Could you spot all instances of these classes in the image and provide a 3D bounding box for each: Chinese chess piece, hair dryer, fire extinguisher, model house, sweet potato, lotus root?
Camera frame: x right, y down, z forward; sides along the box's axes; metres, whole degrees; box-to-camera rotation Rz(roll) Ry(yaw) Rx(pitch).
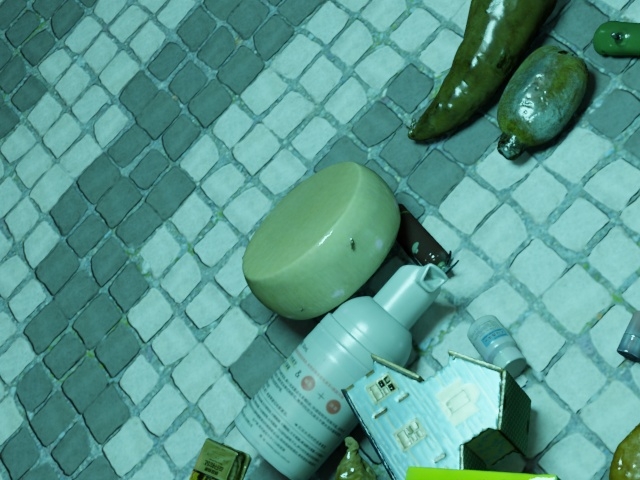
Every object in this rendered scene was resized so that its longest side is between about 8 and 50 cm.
[{"bbox_3d":[0.000,0.000,1.970,0.273,0.102,0.273,-37,23,19],"label":"Chinese chess piece"},{"bbox_3d":[0.461,0.142,1.715,0.114,0.037,0.063,22,77,30],"label":"hair dryer"},{"bbox_3d":[0.154,0.006,1.971,0.158,0.043,0.064,51,126,39],"label":"fire extinguisher"},{"bbox_3d":[0.186,0.253,1.732,0.206,0.178,0.271,-37,53,7],"label":"model house"},{"bbox_3d":[0.277,-0.330,2.026,0.130,0.130,0.423,29,92,39],"label":"sweet potato"},{"bbox_3d":[0.329,-0.207,1.946,0.113,0.088,0.192,31,85,33],"label":"lotus root"}]

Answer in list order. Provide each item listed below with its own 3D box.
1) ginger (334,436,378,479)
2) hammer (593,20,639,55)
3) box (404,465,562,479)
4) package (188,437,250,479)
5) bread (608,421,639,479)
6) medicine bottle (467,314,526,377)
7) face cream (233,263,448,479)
[{"bbox_3d":[0.038,0.415,1.782,0.218,0.123,0.270,-15,49,22],"label":"ginger"},{"bbox_3d":[0.539,-0.295,1.855,0.335,0.119,0.207,11,70,42],"label":"hammer"},{"bbox_3d":[0.251,0.346,1.540,0.187,0.335,0.047,-2,62,31],"label":"box"},{"bbox_3d":[-0.166,0.375,1.974,0.071,0.047,0.131,13,75,34],"label":"package"},{"bbox_3d":[0.490,0.296,1.544,0.268,0.145,0.269,-12,64,26],"label":"bread"},{"bbox_3d":[0.251,0.152,1.825,0.052,0.052,0.089,-41,51,7],"label":"medicine bottle"},{"bbox_3d":[0.046,0.176,1.886,0.370,0.145,0.145,-47,51,0],"label":"face cream"}]
